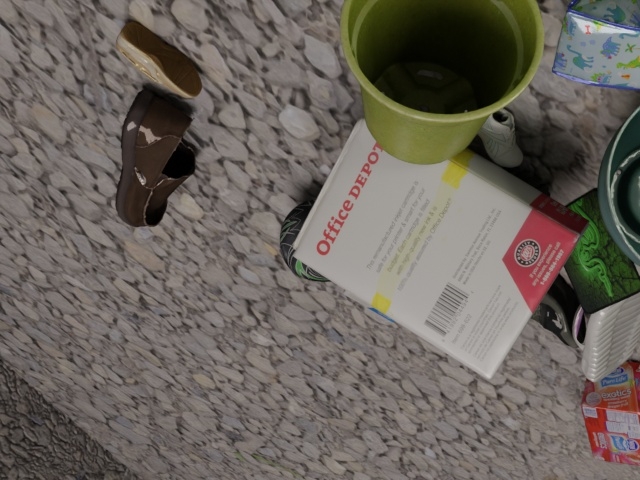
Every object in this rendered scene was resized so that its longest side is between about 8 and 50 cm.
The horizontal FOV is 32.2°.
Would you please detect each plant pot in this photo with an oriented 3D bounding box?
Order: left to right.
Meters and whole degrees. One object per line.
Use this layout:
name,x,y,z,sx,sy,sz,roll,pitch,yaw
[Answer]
plant pot,0.158,-0.239,1.596,0.276,0.276,0.254,18,160,4
plant pot,0.532,-0.073,1.625,0.293,0.293,0.196,22,176,-2

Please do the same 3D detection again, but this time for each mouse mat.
mouse mat,0.466,0.022,1.906,0.007,0.189,0.152,-14,167,-33

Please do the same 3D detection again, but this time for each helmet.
helmet,0.000,0.000,2.120,0.161,0.169,0.169,13,152,-20

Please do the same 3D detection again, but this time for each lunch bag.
lunch bag,0.409,-0.276,1.519,0.151,0.096,0.129,23,150,16

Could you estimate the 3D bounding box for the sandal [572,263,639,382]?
sandal,0.530,0.135,2.063,0.102,0.169,0.416,47,157,29

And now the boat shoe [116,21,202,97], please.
boat shoe,-0.279,-0.304,1.912,0.170,0.063,0.059,42,146,-15

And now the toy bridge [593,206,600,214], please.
toy bridge,0.499,-0.045,1.890,0.063,0.026,0.188,26,149,-5

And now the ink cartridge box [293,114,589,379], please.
ink cartridge box,0.192,-0.007,1.794,0.385,0.160,0.279,33,110,11

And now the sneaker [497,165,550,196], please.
sneaker,0.214,-0.055,1.926,0.343,0.146,0.134,5,146,25

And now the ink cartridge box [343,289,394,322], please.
ink cartridge box,0.163,0.073,2.216,0.134,0.078,0.231,31,147,-17

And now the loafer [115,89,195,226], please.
loafer,-0.310,-0.130,2.123,0.130,0.134,0.366,19,149,2

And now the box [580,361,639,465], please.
box,0.638,0.367,2.353,0.128,0.122,0.257,5,146,25

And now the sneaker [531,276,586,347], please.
sneaker,0.420,0.126,2.148,0.130,0.087,0.227,-12,133,44

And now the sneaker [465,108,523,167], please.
sneaker,0.289,-0.173,1.789,0.061,0.053,0.152,-15,134,40
